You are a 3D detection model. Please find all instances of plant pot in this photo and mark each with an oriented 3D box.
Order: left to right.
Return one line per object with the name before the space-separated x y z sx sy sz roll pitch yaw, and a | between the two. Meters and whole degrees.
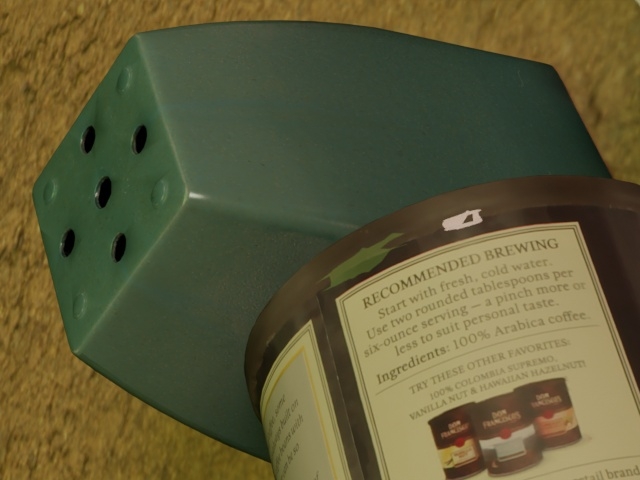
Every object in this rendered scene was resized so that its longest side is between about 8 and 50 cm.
plant pot | 0.000 0.000 0.884 0.165 0.234 0.166 -51 41 32

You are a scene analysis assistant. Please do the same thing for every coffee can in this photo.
coffee can | 0.094 0.144 0.728 0.201 0.201 0.275 -46 45 37

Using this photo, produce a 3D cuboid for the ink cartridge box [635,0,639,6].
ink cartridge box | 0.247 -0.168 0.619 0.273 0.198 0.115 -44 44 38
